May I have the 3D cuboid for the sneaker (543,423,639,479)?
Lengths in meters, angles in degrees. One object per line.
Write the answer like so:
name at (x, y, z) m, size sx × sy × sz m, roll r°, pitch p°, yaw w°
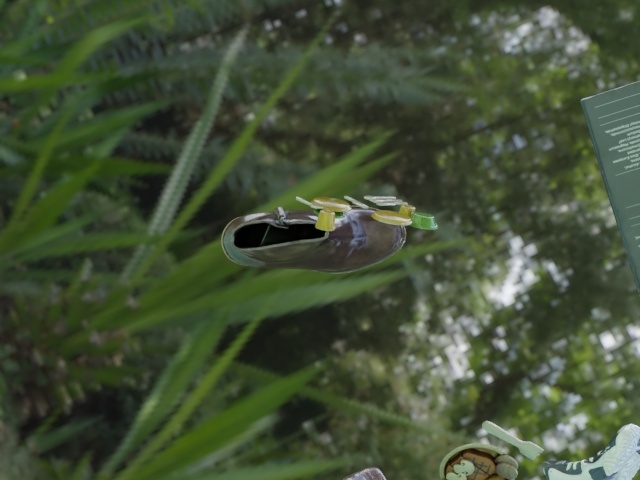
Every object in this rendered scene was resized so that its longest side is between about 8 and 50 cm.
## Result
sneaker at (0.471, 0.406, 2.662) m, size 0.153 × 0.094 × 0.235 m, roll 36°, pitch -68°, yaw 41°

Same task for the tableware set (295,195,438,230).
tableware set at (0.055, -0.026, 1.705) m, size 0.104 × 0.154 × 0.024 m, roll 28°, pitch -67°, yaw 50°

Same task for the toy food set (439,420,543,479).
toy food set at (0.259, 0.383, 2.419) m, size 0.192 × 0.132 × 0.038 m, roll -52°, pitch -163°, yaw 31°

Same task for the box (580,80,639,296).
box at (0.513, -0.072, 2.166) m, size 0.343 × 0.179 × 0.313 m, roll -1°, pitch 73°, yaw -77°

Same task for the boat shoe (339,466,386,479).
boat shoe at (0.122, 0.455, 1.970) m, size 0.342 × 0.123 × 0.123 m, roll 57°, pitch -33°, yaw 19°

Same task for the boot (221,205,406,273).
boot at (0.000, 0.000, 1.891) m, size 0.207 × 0.248 × 0.090 m, roll 173°, pitch -87°, yaw -83°
